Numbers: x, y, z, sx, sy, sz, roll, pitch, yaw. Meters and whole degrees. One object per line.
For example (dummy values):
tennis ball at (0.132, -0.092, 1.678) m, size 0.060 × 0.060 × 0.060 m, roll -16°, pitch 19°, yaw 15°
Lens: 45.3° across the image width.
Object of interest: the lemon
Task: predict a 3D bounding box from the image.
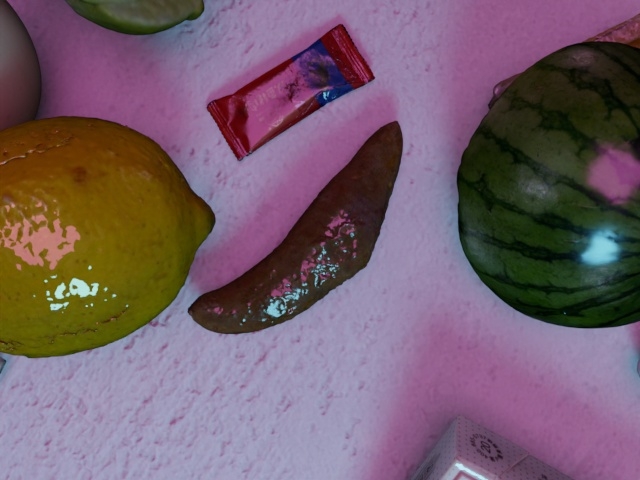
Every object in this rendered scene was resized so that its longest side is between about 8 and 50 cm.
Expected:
lemon at (-0.268, -0.005, 0.822) m, size 0.310 × 0.258 × 0.258 m, roll -14°, pitch 89°, yaw -8°

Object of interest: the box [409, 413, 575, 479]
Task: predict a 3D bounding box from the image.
box at (0.241, 0.368, 0.865) m, size 0.330 × 0.095 × 0.210 m, roll 29°, pitch 113°, yaw -1°

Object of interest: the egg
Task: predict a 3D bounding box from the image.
egg at (-0.406, -0.191, 0.839) m, size 0.186 × 0.242 × 0.186 m, roll 2°, pitch 46°, yaw -2°

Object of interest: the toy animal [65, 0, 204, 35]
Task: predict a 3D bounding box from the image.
toy animal at (-0.294, -0.345, 0.831) m, size 0.363 × 0.180 × 0.181 m, roll 27°, pitch 91°, yaw 17°

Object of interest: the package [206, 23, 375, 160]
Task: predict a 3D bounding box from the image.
package at (-0.037, -0.184, 0.949) m, size 0.200 × 0.022 × 0.083 m, roll -32°, pitch 89°, yaw 0°

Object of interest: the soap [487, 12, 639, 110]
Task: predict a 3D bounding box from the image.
soap at (0.332, -0.172, 0.930) m, size 0.233 × 0.076 × 0.135 m, roll -27°, pitch 89°, yaw -1°

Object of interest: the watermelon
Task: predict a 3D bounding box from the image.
watermelon at (0.317, -0.036, 0.824) m, size 0.330 × 0.189 × 0.331 m, roll -2°, pitch 105°, yaw -10°

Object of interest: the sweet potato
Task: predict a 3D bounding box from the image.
sweet potato at (0.001, 0.004, 0.909) m, size 0.341 × 0.092 × 0.114 m, roll -44°, pitch 73°, yaw -3°

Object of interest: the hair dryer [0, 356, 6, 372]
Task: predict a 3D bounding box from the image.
hair dryer at (-0.526, 0.167, 0.915) m, size 0.206 × 0.075 × 0.237 m, roll 42°, pitch 95°, yaw -6°

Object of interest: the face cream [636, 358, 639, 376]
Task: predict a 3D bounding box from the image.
face cream at (0.520, 0.066, 0.914) m, size 0.345 × 0.102 × 0.102 m, roll -41°, pitch 89°, yaw -2°
